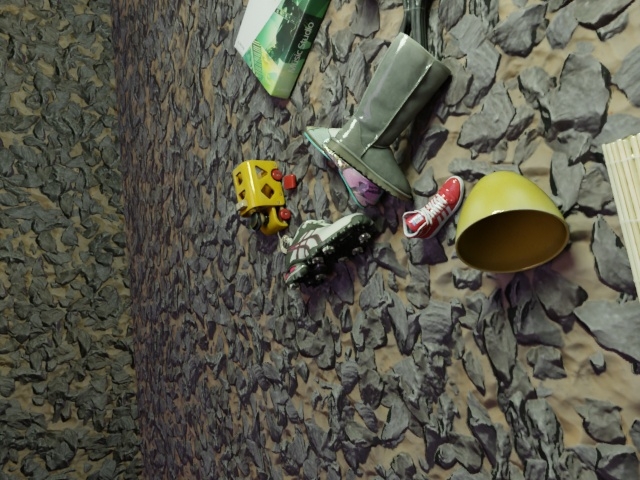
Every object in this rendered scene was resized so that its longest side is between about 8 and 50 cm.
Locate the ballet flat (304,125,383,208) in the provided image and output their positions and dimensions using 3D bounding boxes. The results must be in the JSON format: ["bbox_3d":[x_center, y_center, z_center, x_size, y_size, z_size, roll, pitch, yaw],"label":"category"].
[{"bbox_3d":[0.053,-0.159,0.879,0.079,0.076,0.222,-46,61,22],"label":"ballet flat"}]

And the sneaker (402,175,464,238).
[{"bbox_3d":[0.173,-0.048,0.725,0.042,0.066,0.119,52,131,36],"label":"sneaker"}]

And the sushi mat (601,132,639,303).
[{"bbox_3d":[0.391,0.031,0.453,0.151,0.019,0.317,-16,82,51],"label":"sushi mat"}]

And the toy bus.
[{"bbox_3d":[-0.148,-0.090,1.107,0.202,0.104,0.191,39,123,44],"label":"toy bus"}]

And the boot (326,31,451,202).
[{"bbox_3d":[0.132,-0.188,0.747,0.209,0.189,0.076,-53,25,6],"label":"boot"}]

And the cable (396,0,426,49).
[{"bbox_3d":[0.158,-0.395,0.749,0.139,0.072,0.288,-2,104,41],"label":"cable"}]

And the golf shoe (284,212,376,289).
[{"bbox_3d":[0.000,0.000,0.929,0.272,0.105,0.120,-39,56,46],"label":"golf shoe"}]

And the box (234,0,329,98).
[{"bbox_3d":[-0.080,-0.516,1.023,0.232,0.058,0.322,57,134,33],"label":"box"}]

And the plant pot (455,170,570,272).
[{"bbox_3d":[0.241,-0.033,0.607,0.134,0.134,0.095,-42,32,45],"label":"plant pot"}]
